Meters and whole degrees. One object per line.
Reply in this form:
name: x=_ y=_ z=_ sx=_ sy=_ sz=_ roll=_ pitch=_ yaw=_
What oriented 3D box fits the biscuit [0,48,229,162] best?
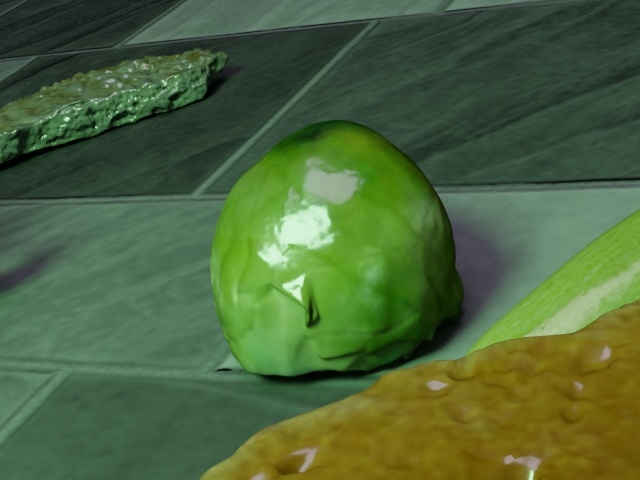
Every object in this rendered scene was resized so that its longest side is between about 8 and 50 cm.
biscuit: x=-0.231 y=-0.135 z=1.159 sx=0.290 sy=0.038 sz=0.141 roll=-21 pitch=26 yaw=-15

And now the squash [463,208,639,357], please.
squash: x=0.128 y=0.052 z=0.551 sx=0.224 sy=0.094 sz=0.094 roll=-31 pitch=29 yaw=-16

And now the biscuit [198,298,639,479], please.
biscuit: x=0.153 y=0.124 z=0.360 sx=0.455 sy=0.078 sz=0.349 roll=-8 pitch=33 yaw=-1

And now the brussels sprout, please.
brussels sprout: x=0.001 y=-0.003 z=0.674 sx=0.152 sy=0.122 sz=0.149 roll=9 pitch=32 yaw=39
